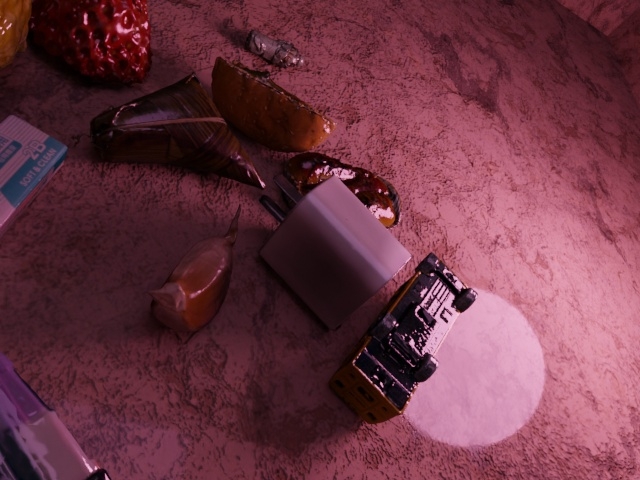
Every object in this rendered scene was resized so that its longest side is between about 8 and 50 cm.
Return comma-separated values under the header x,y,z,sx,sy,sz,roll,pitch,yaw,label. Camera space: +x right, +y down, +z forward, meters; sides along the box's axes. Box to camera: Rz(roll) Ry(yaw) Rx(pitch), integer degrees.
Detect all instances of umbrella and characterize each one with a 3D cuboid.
x,y,z,sx,sy,sz,roll,pitch,yaw,label
-0.103,-0.434,1.292,0.143,0.062,0.067,14,21,-25,umbrella

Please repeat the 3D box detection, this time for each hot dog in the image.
x,y,z,sx,sy,sz,roll,pitch,yaw,label
0.048,-0.095,1.125,0.270,0.082,0.163,7,56,-32,hot dog

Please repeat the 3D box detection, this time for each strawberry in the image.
x,y,z,sx,sy,sz,roll,pitch,yaw,label
-0.390,-0.407,0.988,0.233,0.178,0.234,22,41,-21,strawberry

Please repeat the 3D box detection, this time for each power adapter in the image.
x,y,z,sx,sy,sz,roll,pitch,yaw,label
0.000,0.000,0.944,0.255,0.187,0.124,47,44,5,power adapter

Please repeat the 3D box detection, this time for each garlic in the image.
x,y,z,sx,sy,sz,roll,pitch,yaw,label
-0.172,0.048,0.829,0.090,0.129,0.198,30,47,9,garlic

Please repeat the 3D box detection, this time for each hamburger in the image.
x,y,z,sx,sy,sz,roll,pitch,yaw,label
-0.103,-0.254,1.104,0.261,0.131,0.124,32,11,-4,hamburger

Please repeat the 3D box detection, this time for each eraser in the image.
x,y,z,sx,sy,sz,roll,pitch,yaw,label
-0.453,-0.077,0.780,0.095,0.052,0.225,31,45,-15,eraser

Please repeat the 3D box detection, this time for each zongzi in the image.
x,y,z,sx,sy,sz,roll,pitch,yaw,label
-0.238,-0.141,0.947,0.247,0.111,0.241,-37,89,-40,zongzi

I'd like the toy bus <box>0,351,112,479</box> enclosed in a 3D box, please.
x,y,z,sx,sy,sz,roll,pitch,yaw,label
-0.414,0.261,0.424,0.439,0.209,0.249,-32,89,-45,toy bus

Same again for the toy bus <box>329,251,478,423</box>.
x,y,z,sx,sy,sz,roll,pitch,yaw,label
0.150,0.158,0.976,0.121,0.123,0.335,44,44,3,toy bus

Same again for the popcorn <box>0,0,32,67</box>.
x,y,z,sx,sy,sz,roll,pitch,yaw,label
-0.543,-0.357,0.813,0.225,0.249,0.250,11,51,-7,popcorn
